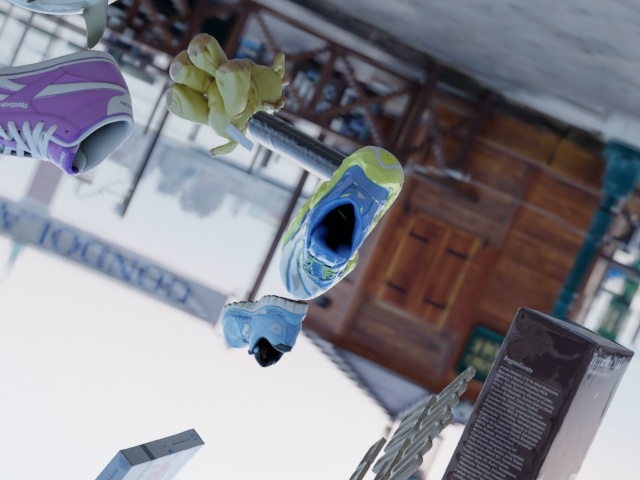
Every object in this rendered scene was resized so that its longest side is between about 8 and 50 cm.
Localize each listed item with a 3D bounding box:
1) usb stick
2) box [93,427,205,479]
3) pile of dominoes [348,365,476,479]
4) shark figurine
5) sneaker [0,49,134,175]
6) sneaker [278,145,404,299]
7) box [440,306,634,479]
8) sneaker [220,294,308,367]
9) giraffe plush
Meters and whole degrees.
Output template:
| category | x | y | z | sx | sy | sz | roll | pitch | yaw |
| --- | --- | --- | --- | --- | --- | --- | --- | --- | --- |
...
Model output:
| category | x | y | z | sx | sy | sz | roll | pitch | yaw |
| --- | --- | --- | --- | --- | --- | --- | --- | --- | --- |
| usb stick | -0.017 | -0.128 | 2.040 | 0.278 | 0.045 | 0.077 | 32 | 167 | 49 |
| box | -0.286 | 0.371 | 2.176 | 0.038 | 0.145 | 0.186 | 49 | -155 | 18 |
| pile of dominoes | 0.095 | 0.263 | 1.605 | 0.040 | 0.196 | 0.251 | 46 | -146 | -2 |
| shark figurine | -0.362 | -0.341 | 1.844 | 0.278 | 0.166 | 0.116 | 7 | 180 | 2 |
| sneaker | -0.371 | -0.136 | 1.711 | 0.102 | 0.282 | 0.161 | 75 | 173 | -52 |
| sneaker | 0.000 | 0.000 | 1.532 | 0.091 | 0.240 | 0.126 | 34 | -141 | 4 |
| box | 0.305 | 0.301 | 2.036 | 0.143 | 0.381 | 0.191 | 25 | -175 | 31 |
| sneaker | -0.072 | 0.108 | 1.560 | 0.063 | 0.073 | 0.162 | 15 | 163 | -23 |
| giraffe plush | -0.135 | -0.258 | 2.347 | 0.210 | 0.181 | 0.170 | 53 | -137 | 4 |
